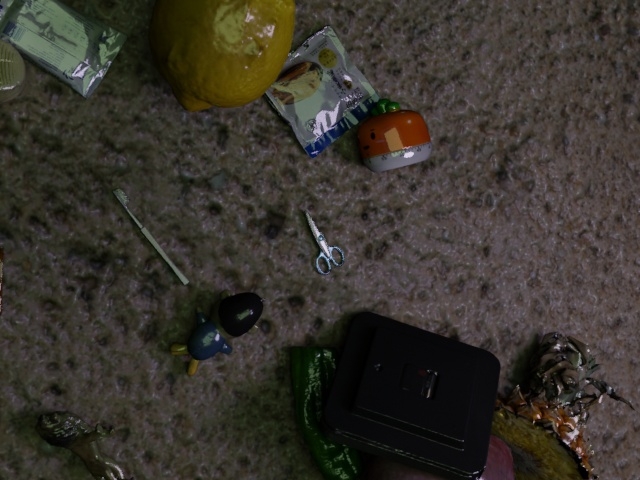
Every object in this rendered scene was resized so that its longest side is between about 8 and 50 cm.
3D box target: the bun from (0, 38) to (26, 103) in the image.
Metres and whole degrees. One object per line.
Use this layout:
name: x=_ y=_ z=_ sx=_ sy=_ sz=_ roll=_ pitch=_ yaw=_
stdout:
bun: x=-0.508 y=-0.254 z=1.493 sx=0.115 sy=0.069 sz=0.115 roll=11 pitch=70 yaw=-31

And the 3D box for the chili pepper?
chili pepper: x=0.006 y=0.299 z=1.690 sx=0.099 sy=0.083 sz=0.254 roll=-14 pitch=91 yaw=-20

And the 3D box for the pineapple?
pineapple: x=0.425 y=0.293 z=1.792 sx=0.262 sy=0.262 sz=0.272 roll=51 pitch=55 yaw=-14

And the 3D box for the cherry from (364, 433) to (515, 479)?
cherry: x=0.200 y=0.432 z=1.672 sx=0.307 sy=0.221 sz=0.261 roll=-21 pitch=136 yaw=-12

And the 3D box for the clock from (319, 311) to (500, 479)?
clock: x=0.157 y=0.248 z=1.634 sx=0.273 sy=0.049 sz=0.279 roll=17 pitch=42 yaw=3

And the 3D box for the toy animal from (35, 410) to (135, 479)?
toy animal: x=-0.352 y=0.334 z=1.568 sx=0.086 sy=0.069 sz=0.220 roll=-44 pitch=101 yaw=8

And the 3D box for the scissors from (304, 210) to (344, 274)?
scissors: x=0.000 y=0.000 z=1.713 sx=0.058 sy=0.014 sz=0.119 roll=-31 pitch=104 yaw=-21

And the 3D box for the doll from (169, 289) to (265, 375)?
doll: x=-0.165 y=0.144 z=1.625 sx=0.179 sy=0.089 sz=0.102 roll=-34 pitch=103 yaw=8

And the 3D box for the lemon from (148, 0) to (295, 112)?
lemon: x=-0.152 y=-0.334 z=1.537 sx=0.233 sy=0.233 sz=0.288 roll=22 pitch=87 yaw=-19

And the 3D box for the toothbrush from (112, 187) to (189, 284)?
toothbrush: x=-0.278 y=-0.005 z=1.611 sx=0.017 sy=0.014 sz=0.194 roll=-38 pitch=103 yaw=-16

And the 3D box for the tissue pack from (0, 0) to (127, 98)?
tissue pack: x=-0.417 y=-0.322 z=1.546 sx=0.193 sy=0.026 sz=0.123 roll=31 pitch=82 yaw=-18

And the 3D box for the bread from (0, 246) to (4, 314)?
bread: x=-0.517 y=0.063 z=1.510 sx=0.062 sy=0.043 sz=0.109 roll=4 pitch=91 yaw=-21

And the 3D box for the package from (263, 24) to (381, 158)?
package: x=-0.001 y=-0.258 z=1.699 sx=0.171 sy=0.027 sz=0.173 roll=-40 pitch=100 yaw=-15

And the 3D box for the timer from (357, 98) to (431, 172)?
timer: x=0.126 y=-0.186 z=1.709 sx=0.136 sy=0.099 sz=0.136 roll=-2 pitch=94 yaw=-32
